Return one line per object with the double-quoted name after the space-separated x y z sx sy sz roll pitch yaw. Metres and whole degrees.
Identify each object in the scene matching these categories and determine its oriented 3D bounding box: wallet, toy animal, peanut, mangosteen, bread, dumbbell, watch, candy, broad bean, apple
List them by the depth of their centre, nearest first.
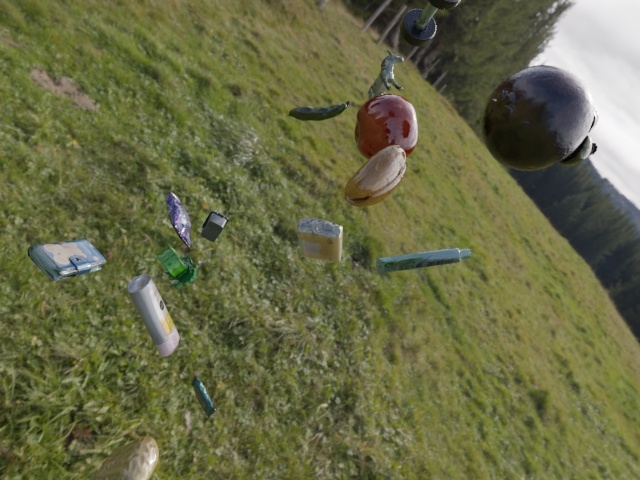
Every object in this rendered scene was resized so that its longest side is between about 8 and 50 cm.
0.137 -0.144 1.015 0.077 0.189 0.114 36 -23 26 "bread"
0.291 -0.611 1.159 0.100 0.100 0.191 44 -17 -3 "dumbbell"
-0.581 0.684 1.280 0.196 0.233 0.110 -91 157 -61 "peanut"
0.662 -0.351 1.310 0.360 0.306 0.306 10 40 -27 "mangosteen"
-0.813 0.059 1.416 0.141 0.059 0.202 42 14 7 "wallet"
0.240 -0.415 1.642 0.217 0.260 0.260 -5 39 -2 "apple"
-0.008 -0.495 1.696 0.046 0.255 0.065 4 84 -74 "broad bean"
0.250 -0.634 1.760 0.074 0.217 0.175 10 50 -33 "toy animal"
-0.584 -0.086 1.813 0.275 0.070 0.145 -116 -177 -45 "candy"
-0.609 0.097 1.847 0.165 0.131 0.152 44 -17 41 "watch"

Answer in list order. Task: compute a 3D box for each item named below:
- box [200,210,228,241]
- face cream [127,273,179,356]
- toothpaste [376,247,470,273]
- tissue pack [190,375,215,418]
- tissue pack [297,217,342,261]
-0.454 -0.056 1.855 0.084 0.122 0.069 29 33 -15 "box"
-0.523 0.237 1.385 0.107 0.073 0.269 -88 169 -58 "face cream"
0.329 0.063 1.413 0.048 0.297 0.074 -92 171 -45 "toothpaste"
-0.400 0.533 1.497 0.028 0.085 0.138 -15 63 -38 "tissue pack"
0.000 0.000 1.825 0.186 0.222 0.090 10 62 7 "tissue pack"
